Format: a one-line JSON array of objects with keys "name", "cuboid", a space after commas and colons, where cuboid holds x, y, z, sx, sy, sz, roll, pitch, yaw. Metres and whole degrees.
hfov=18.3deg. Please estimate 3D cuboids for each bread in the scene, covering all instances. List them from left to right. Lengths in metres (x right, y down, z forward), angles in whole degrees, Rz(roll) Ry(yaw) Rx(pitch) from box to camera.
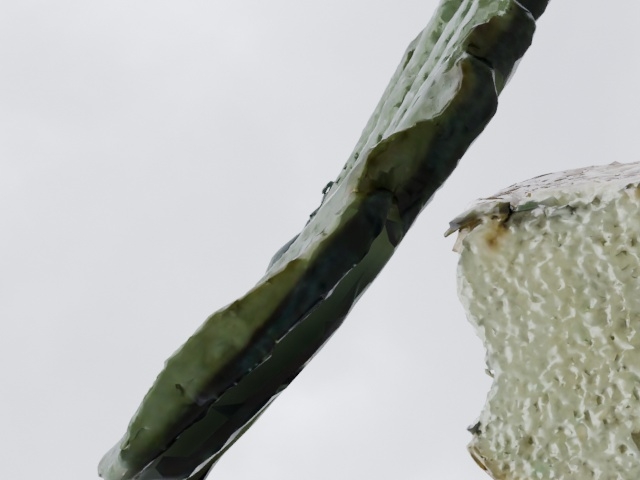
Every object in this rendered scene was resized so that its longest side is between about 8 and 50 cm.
[{"name": "bread", "cuboid": [0.077, 0.019, 0.474, 0.070, 0.083, 0.077, -16, -84, -63]}]

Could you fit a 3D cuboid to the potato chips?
[{"name": "potato chips", "cuboid": [0.000, 0.000, 1.197, 0.070, 0.358, 0.429, 36, -86, -2]}]
